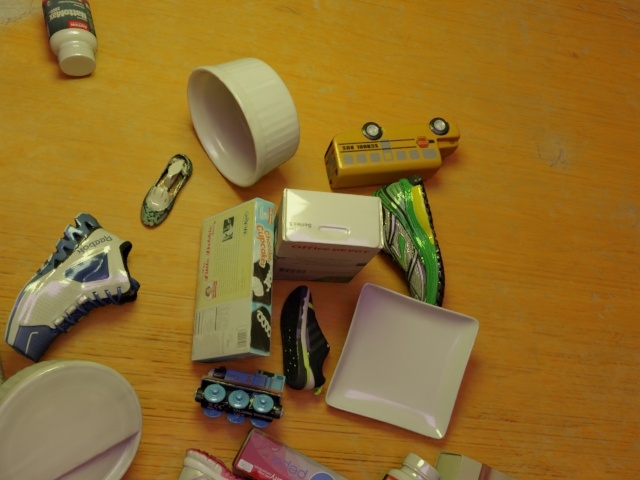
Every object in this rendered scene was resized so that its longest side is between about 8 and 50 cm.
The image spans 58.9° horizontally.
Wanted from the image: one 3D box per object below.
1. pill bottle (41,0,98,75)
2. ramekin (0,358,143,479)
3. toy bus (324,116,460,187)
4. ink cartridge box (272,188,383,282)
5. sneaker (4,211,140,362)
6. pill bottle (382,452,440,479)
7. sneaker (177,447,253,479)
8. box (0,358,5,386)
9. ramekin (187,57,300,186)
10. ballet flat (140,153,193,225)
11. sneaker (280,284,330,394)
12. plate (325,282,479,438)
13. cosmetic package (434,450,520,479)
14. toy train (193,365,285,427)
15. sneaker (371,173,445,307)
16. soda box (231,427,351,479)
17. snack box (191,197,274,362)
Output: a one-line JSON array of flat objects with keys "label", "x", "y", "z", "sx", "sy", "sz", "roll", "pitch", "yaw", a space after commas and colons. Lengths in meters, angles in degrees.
[{"label": "pill bottle", "x": -0.589, "y": -0.490, "z": 1.345, "sx": 0.108, "sy": 0.108, "sz": 0.180, "roll": -13, "pitch": 74, "yaw": -16}, {"label": "ramekin", "x": -0.469, "y": 0.338, "z": 1.012, "sx": 0.273, "sy": 0.127, "sz": 0.272, "roll": -5, "pitch": 97, "yaw": -42}, {"label": "toy bus", "x": 0.183, "y": -0.217, "z": 1.412, "sx": 0.333, "sy": 0.108, "sz": 0.130, "roll": -7, "pitch": 73, "yaw": -14}, {"label": "ink cartridge box", "x": 0.000, "y": 0.000, "z": 1.207, "sx": 0.199, "sy": 0.273, "sz": 0.114, "roll": 4, "pitch": 70, "yaw": -11}, {"label": "sneaker", "x": -0.475, "y": 0.105, "z": 1.147, "sx": 0.182, "sy": 0.127, "sz": 0.315, "roll": 23, "pitch": 66, "yaw": -1}, {"label": "pill bottle", "x": 0.157, "y": 0.533, "z": 1.141, "sx": 0.108, "sy": 0.108, "sz": 0.193, "roll": 40, "pitch": 68, "yaw": 4}, {"label": "sneaker", "x": -0.173, "y": 0.507, "z": 1.092, "sx": 0.253, "sy": 0.103, "sz": 0.111, "roll": 28, "pitch": 71, "yaw": 6}, {"label": "box", "x": -0.679, "y": 0.193, "z": 1.016, "sx": 0.127, "sy": 0.231, "sz": 0.261, "roll": -15, "pitch": 74, "yaw": -15}, {"label": "ramekin", "x": -0.169, "y": -0.272, "z": 1.275, "sx": 0.135, "sy": 0.277, "sz": 0.277, "roll": -31, "pitch": 80, "yaw": -29}, {"label": "ballet flat", "x": -0.353, "y": -0.122, "z": 1.288, "sx": 0.070, "sy": 0.070, "sz": 0.188, "roll": 24, "pitch": 68, "yaw": -3}, {"label": "sneaker", "x": -0.029, "y": 0.218, "z": 1.244, "sx": 0.097, "sy": 0.084, "sz": 0.234, "roll": 13, "pitch": 68, "yaw": -33}, {"label": "plate", "x": 0.178, "y": 0.262, "z": 1.243, "sx": 0.278, "sy": 0.045, "sz": 0.277, "roll": 19, "pitch": 86, "yaw": -5}, {"label": "cosmetic package", "x": 0.377, "y": 0.565, "z": 1.165, "sx": 0.297, "sy": 0.129, "sz": 0.153, "roll": 23, "pitch": 69, "yaw": -3}, {"label": "toy train", "x": -0.161, "y": 0.314, "z": 1.159, "sx": 0.184, "sy": 0.080, "sz": 0.105, "roll": 12, "pitch": 38, "yaw": 0}, {"label": "sneaker", "x": 0.208, "y": 0.026, "z": 1.341, "sx": 0.147, "sy": 0.134, "sz": 0.343, "roll": -14, "pitch": 78, "yaw": 13}, {"label": "soda box", "x": -0.042, "y": 0.472, "z": 1.128, "sx": 0.264, "sy": 0.092, "sz": 0.083, "roll": 29, "pitch": 67, "yaw": 0}, {"label": "snack box", "x": -0.182, "y": 0.087, "z": 1.188, "sx": 0.060, "sy": 0.187, "sz": 0.321, "roll": 20, "pitch": 63, "yaw": -44}]
